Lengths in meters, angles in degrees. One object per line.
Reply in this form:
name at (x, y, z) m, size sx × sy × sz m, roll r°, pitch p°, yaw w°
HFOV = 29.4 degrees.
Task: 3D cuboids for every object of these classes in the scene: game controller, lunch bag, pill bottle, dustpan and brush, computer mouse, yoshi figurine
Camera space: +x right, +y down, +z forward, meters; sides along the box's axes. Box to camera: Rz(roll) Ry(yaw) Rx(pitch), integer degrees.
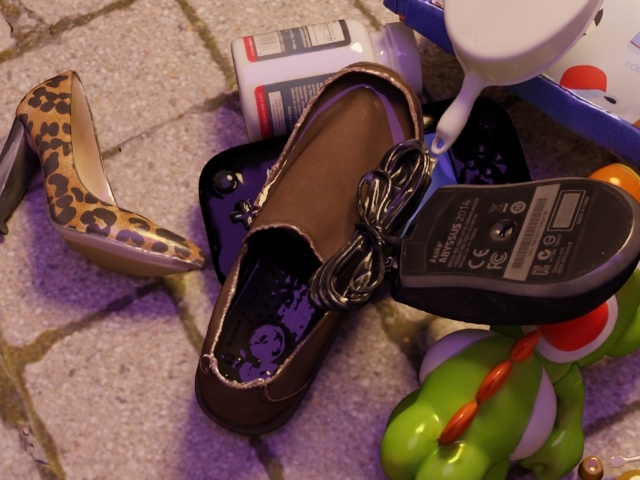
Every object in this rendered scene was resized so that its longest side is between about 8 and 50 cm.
game controller at (0.046, -0.038, 1.185) m, size 0.319 × 0.067 × 0.166 m, roll -13°, pitch 63°, yaw -4°
lunch bag at (0.294, -0.265, 1.199) m, size 0.328 × 0.239 × 0.385 m, roll 35°, pitch 63°, yaw 16°
pill bottle at (0.006, -0.165, 1.228) m, size 0.180 × 0.108 × 0.108 m, roll -10°, pitch 63°, yaw -3°
dustpan and brush at (0.148, -0.171, 1.079) m, size 0.147 × 0.060 × 0.211 m, roll 36°, pitch 97°, yaw 29°
computer mouse at (0.138, 0.007, 0.978) m, size 0.272 × 0.072 × 0.188 m, roll 5°, pitch 53°, yaw 38°
yoshi figurine at (0.172, 0.105, 1.070) m, size 0.204 × 0.203 × 0.362 m, roll 18°, pitch 49°, yaw 44°

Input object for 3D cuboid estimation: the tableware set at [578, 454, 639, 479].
tableware set at (0.254, 0.260, 1.051) m, size 0.104 × 0.024 × 0.154 m, roll -6°, pitch 64°, yaw 3°

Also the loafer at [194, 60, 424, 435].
loafer at (0.000, 0.000, 1.085) m, size 0.134 × 0.130 × 0.366 m, roll 20°, pitch 78°, yaw 4°

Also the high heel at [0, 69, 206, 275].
high heel at (-0.202, -0.071, 1.193) m, size 0.261 × 0.093 × 0.186 m, roll 16°, pitch 71°, yaw 20°
